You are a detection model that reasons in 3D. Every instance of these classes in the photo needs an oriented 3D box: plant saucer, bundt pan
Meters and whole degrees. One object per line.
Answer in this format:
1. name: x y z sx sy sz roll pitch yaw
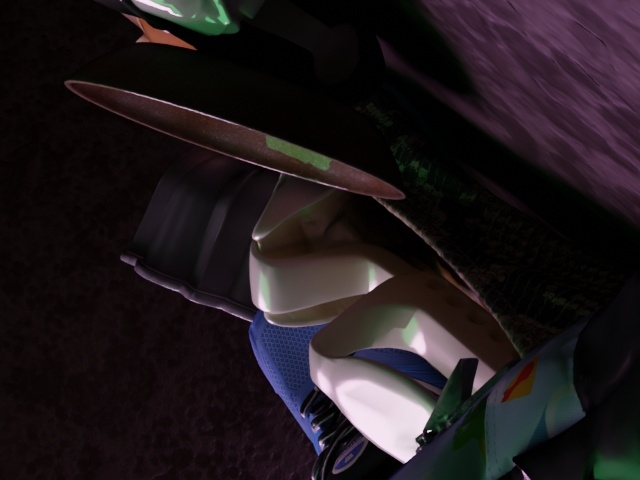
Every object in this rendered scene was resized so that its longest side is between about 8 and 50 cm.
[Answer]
1. plant saucer: -0.042 -0.070 0.712 0.199 0.036 0.198 18 179 0
2. bundt pan: 0.000 0.000 1.135 0.331 0.124 0.331 17 -175 -2

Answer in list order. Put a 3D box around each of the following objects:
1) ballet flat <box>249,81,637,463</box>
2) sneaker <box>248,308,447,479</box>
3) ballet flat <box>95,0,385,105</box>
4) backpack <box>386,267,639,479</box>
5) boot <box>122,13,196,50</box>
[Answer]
1. ballet flat: 0.061 0.028 0.799 0.483 0.182 0.164 44 155 50
2. sneaker: 0.051 0.127 0.849 0.147 0.129 0.330 19 -164 -48
3. ballet flat: -0.044 -0.137 0.655 0.096 0.095 0.280 31 -175 32
4. backpack: 0.116 0.186 0.504 0.290 0.355 0.273 44 -155 1
5. boot: -0.071 -0.169 1.172 0.220 0.109 0.283 36 174 21
